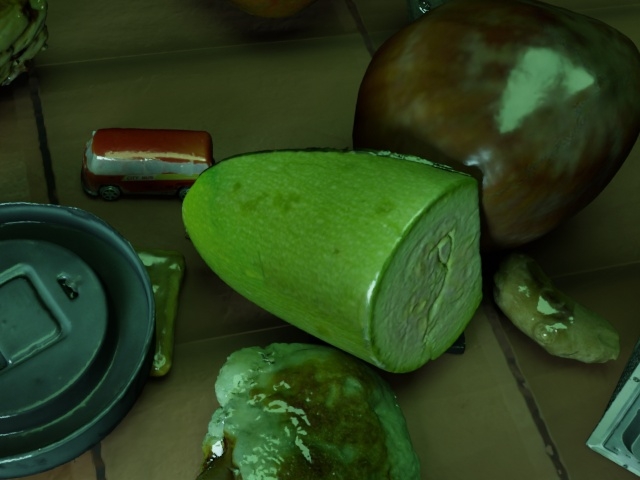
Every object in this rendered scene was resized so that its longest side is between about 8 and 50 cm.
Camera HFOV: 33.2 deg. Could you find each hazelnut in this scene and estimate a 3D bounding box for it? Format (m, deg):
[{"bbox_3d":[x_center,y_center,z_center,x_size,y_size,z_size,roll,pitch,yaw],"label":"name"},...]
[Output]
[{"bbox_3d":[0.213,-0.142,1.318,0.365,0.366,0.366,4,51,-5],"label":"hazelnut"}]

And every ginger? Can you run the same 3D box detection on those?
[{"bbox_3d":[0.280,0.087,1.308,0.095,0.069,0.190,-33,64,-24],"label":"ginger"}]

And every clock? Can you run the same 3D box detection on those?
[{"bbox_3d":[-0.339,0.104,1.174,0.325,0.067,0.325,0,56,1],"label":"clock"}]

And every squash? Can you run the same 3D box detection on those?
[{"bbox_3d":[0.000,0.000,1.230,0.309,0.234,0.210,28,55,36],"label":"squash"}]

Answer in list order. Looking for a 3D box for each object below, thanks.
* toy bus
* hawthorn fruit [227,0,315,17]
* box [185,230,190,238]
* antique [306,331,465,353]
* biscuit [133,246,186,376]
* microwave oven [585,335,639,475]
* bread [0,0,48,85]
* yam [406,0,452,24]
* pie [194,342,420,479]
[{"bbox_3d":[-0.221,-0.101,1.380,0.174,0.077,0.079,2,51,-8],"label":"toy bus"},{"bbox_3d":[-0.050,-0.470,1.603,0.298,0.277,0.277,-17,54,-44],"label":"hawthorn fruit"},{"bbox_3d":[-0.117,-0.009,1.361,0.093,0.015,0.058,24,50,11],"label":"box"},{"bbox_3d":[0.078,0.115,1.290,0.192,0.015,0.031,4,50,-4],"label":"antique"},{"bbox_3d":[-0.247,0.079,1.256,0.174,0.039,0.183,3,50,-8],"label":"biscuit"},{"bbox_3d":[0.556,0.161,1.177,0.394,0.247,0.333,28,52,14],"label":"microwave oven"},{"bbox_3d":[-0.543,-0.236,1.384,0.277,0.167,0.324,22,43,10],"label":"bread"},{"bbox_3d":[0.178,-0.362,1.592,0.107,0.194,0.107,-5,40,4],"label":"yam"},{"bbox_3d":[-0.008,0.236,1.139,0.257,0.105,0.275,22,53,-9],"label":"pie"}]
